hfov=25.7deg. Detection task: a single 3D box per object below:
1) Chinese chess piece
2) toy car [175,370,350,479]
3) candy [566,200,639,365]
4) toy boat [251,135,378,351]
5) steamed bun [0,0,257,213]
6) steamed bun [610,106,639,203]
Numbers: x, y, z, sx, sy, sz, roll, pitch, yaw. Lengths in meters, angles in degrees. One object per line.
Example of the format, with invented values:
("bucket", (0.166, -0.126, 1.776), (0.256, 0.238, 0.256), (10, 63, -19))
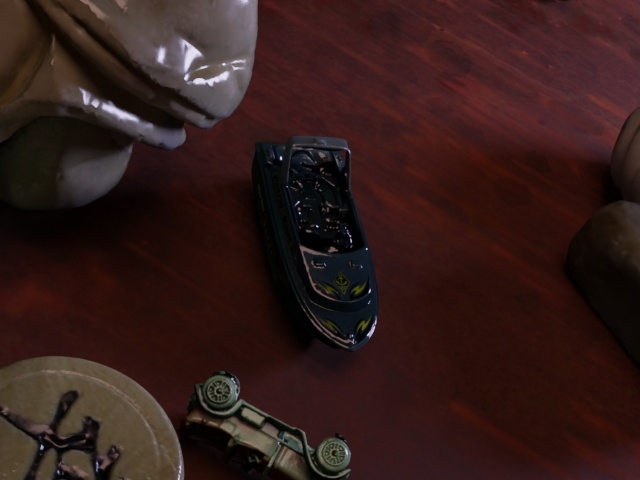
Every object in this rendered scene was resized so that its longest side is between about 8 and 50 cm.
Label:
("Chinese chess piece", (-0.196, 0.174, 1.057), (0.188, 0.083, 0.188), (13, 43, -12))
("toy car", (-0.045, 0.165, 1.143), (0.143, 0.073, 0.054), (30, 60, 3))
("candy", (0.347, 0.064, 1.390), (0.104, 0.102, 0.234), (-12, 57, -32))
("toy boat", (0.000, 0.000, 1.296), (0.093, 0.103, 0.246), (3, 52, -23))
("steamed bun", (-0.234, -0.143, 1.226), (0.394, 0.237, 0.346), (1, 8, 20))
("steamed bun", (0.400, -0.076, 1.543), (0.183, 0.106, 0.183), (12, 42, -11))
